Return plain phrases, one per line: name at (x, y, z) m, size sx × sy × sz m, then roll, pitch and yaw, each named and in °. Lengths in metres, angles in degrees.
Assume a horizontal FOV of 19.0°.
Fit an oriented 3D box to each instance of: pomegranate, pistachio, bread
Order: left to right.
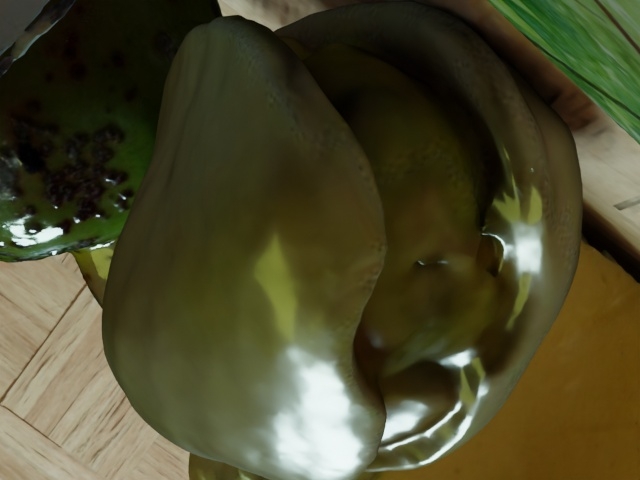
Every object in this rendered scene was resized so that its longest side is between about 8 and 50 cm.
pomegranate at (-0.122, -0.054, 0.945) m, size 0.248 × 0.202 × 0.202 m, roll 61°, pitch 169°, yaw -16°
pistachio at (0.000, 0.000, 0.787) m, size 0.197 × 0.166 × 0.288 m, roll 63°, pitch 151°, yaw 17°
bread at (0.088, 0.094, 0.988) m, size 0.211 × 0.224 × 0.183 m, roll 29°, pitch -174°, yaw -31°

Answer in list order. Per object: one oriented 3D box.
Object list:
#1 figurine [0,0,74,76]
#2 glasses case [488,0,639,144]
figurine at (-0.264, -0.182, 0.585) m, size 0.388 × 0.248 × 0.277 m, roll 40°, pitch -167°, yaw -24°
glasses case at (0.085, -0.055, 0.253) m, size 0.095 × 0.062 × 0.272 m, roll 43°, pitch 175°, yaw -10°
